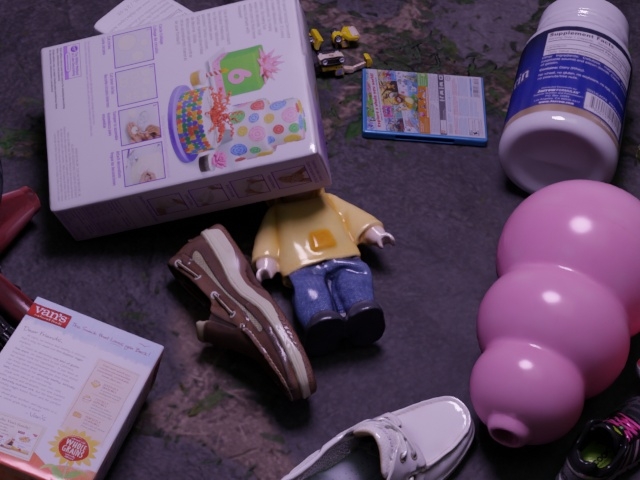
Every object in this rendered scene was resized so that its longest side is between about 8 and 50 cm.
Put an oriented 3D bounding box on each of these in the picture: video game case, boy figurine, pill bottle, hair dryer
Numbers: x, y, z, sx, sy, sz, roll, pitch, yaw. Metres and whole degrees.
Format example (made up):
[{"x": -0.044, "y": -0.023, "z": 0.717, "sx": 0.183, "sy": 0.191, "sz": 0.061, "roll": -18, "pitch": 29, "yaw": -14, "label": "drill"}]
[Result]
[{"x": 0.139, "y": -0.180, "z": 2.138, "sx": 0.166, "sy": 0.015, "sz": 0.119, "roll": 4, "pitch": 51, "yaw": -4, "label": "video game case"}, {"x": 0.000, "y": 0.000, "z": 1.926, "sx": 0.177, "sy": 0.092, "sz": 0.285, "roll": -11, "pitch": 55, "yaw": -8, "label": "boy figurine"}, {"x": 0.328, "y": -0.192, "z": 2.082, "sx": 0.153, "sy": 0.153, "sz": 0.265, "roll": 15, "pitch": 50, "yaw": 5, "label": "pill bottle"}, {"x": -0.386, "y": 0.059, "z": 1.858, "sx": 0.223, "sy": 0.080, "sz": 0.294, "roll": 14, "pitch": 56, "yaw": -14, "label": "hair dryer"}]

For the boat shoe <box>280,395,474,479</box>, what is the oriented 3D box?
[{"x": 0.064, "y": 0.240, "z": 1.733, "sx": 0.277, "sy": 0.096, "sz": 0.098, "roll": -29, "pitch": 59, "yaw": -27, "label": "boat shoe"}]

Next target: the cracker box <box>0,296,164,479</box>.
[{"x": -0.282, "y": 0.180, "z": 1.695, "sx": 0.155, "sy": 0.067, "sz": 0.232, "roll": 21, "pitch": 43, "yaw": 4, "label": "cracker box"}]

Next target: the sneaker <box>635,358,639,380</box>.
[{"x": 0.412, "y": 0.177, "z": 1.797, "sx": 0.136, "sy": 0.116, "sz": 0.314, "roll": 9, "pitch": 22, "yaw": 28, "label": "sneaker"}]

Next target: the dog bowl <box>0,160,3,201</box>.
[{"x": -0.582, "y": -0.080, "z": 1.822, "sx": 0.407, "sy": 0.150, "sz": 0.408, "roll": -5, "pitch": 45, "yaw": 5, "label": "dog bowl"}]

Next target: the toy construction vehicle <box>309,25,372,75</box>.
[{"x": 0.012, "y": -0.259, "z": 2.179, "sx": 0.098, "sy": 0.035, "sz": 0.086, "roll": -11, "pitch": 42, "yaw": -19, "label": "toy construction vehicle"}]

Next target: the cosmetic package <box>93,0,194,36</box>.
[{"x": -0.178, "y": -0.230, "z": 2.096, "sx": 0.231, "sy": 0.085, "sz": 0.117, "roll": 31, "pitch": 55, "yaw": 19, "label": "cosmetic package"}]

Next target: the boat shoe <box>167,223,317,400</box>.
[{"x": -0.097, "y": 0.098, "z": 1.844, "sx": 0.095, "sy": 0.095, "sz": 0.257, "roll": -28, "pitch": 52, "yaw": -10, "label": "boat shoe"}]

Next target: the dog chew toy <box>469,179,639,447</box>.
[{"x": 0.273, "y": 0.091, "z": 1.825, "sx": 0.206, "sy": 0.207, "sz": 0.332, "roll": 23, "pitch": 60, "yaw": 12, "label": "dog chew toy"}]

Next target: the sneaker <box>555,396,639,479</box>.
[{"x": 0.331, "y": 0.225, "z": 1.792, "sx": 0.063, "sy": 0.075, "sz": 0.170, "roll": 40, "pitch": 57, "yaw": 23, "label": "sneaker"}]

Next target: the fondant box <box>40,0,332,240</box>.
[{"x": -0.167, "y": -0.152, "z": 1.939, "sx": 0.330, "sy": 0.096, "sz": 0.238, "roll": -13, "pitch": 62, "yaw": 8, "label": "fondant box"}]
